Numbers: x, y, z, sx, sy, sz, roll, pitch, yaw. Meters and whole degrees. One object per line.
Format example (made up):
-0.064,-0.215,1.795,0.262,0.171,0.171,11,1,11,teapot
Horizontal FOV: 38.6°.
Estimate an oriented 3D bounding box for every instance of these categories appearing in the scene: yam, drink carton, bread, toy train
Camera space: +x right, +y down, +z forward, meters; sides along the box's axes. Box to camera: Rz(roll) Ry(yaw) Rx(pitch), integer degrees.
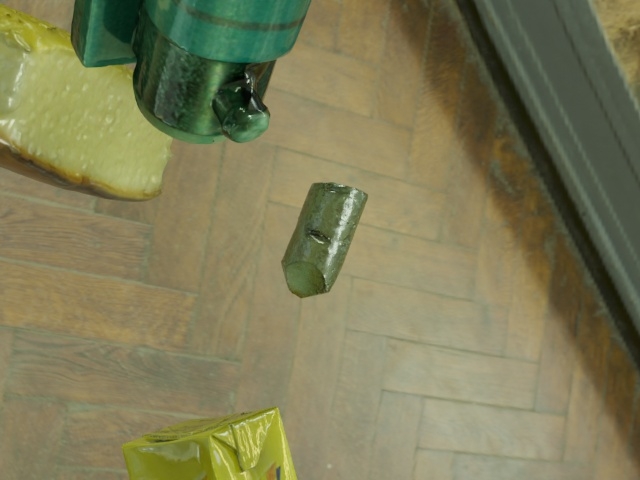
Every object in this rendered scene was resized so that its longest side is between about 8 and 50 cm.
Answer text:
0.000,0.000,1.018,0.069,0.070,0.147,15,104,-28,yam
-0.085,0.361,0.950,0.111,0.154,0.351,-13,87,-49,drink carton
-0.343,-0.162,0.908,0.333,0.323,0.143,23,92,17,bread
-0.039,-0.172,0.362,0.120,0.298,0.194,-14,61,-29,toy train
